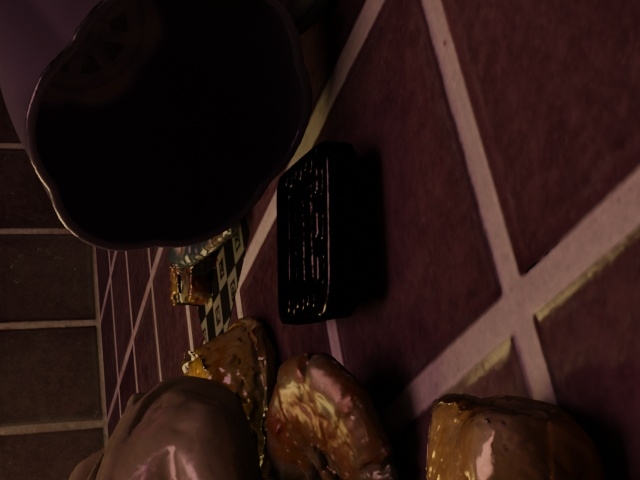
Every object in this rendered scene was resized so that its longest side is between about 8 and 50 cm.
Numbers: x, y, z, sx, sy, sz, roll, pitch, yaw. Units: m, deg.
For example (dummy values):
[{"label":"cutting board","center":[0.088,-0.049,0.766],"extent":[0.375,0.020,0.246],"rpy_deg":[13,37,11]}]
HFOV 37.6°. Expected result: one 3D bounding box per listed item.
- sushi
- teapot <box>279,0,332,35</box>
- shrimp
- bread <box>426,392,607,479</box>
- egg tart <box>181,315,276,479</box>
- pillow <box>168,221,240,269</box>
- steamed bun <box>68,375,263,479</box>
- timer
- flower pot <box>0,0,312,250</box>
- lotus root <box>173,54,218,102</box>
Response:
[{"label":"sushi","center":[-0.173,0.016,1.322],"extent":[0.264,0.050,0.290],"rpy_deg":[-112,29,-46]},{"label":"teapot","center":[-0.046,-0.275,0.865],"extent":[0.108,0.111,0.149],"rpy_deg":[-21,62,49]},{"label":"shrimp","center":[0.004,0.205,0.797],"extent":[0.154,0.062,0.294],"rpy_deg":[51,152,27]},{"label":"bread","center":[0.102,0.136,0.497],"extent":[0.125,0.082,0.106],"rpy_deg":[149,130,-79]},{"label":"egg tart","center":[-0.108,0.192,1.091],"extent":[0.213,0.090,0.212],"rpy_deg":[179,90,-67]},{"label":"pillow","center":[-0.160,-0.099,1.227],"extent":[0.189,0.034,0.255],"rpy_deg":[-25,66,50]},{"label":"steamed bun","center":[-0.145,0.282,0.882],"extent":[0.280,0.207,0.267],"rpy_deg":[-122,13,-78]},{"label":"timer","center":[0.000,0.000,0.826],"extent":[0.187,0.055,0.144],"rpy_deg":[155,115,-74]},{"label":"flower pot","center":[-0.178,-0.162,0.871],"extent":[0.243,0.265,0.265],"rpy_deg":[46,136,41]},{"label":"lotus root","center":[-0.106,-0.174,1.036],"extent":[0.122,0.112,0.081],"rpy_deg":[14,95,38]}]
